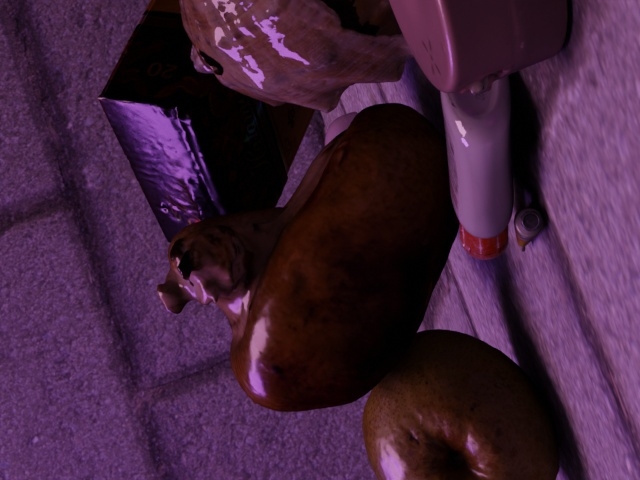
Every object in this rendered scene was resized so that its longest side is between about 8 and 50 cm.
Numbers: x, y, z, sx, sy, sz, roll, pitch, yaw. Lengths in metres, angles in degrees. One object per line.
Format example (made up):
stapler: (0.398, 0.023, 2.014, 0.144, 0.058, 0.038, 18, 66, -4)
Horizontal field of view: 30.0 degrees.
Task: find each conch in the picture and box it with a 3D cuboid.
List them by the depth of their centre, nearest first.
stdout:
conch: (-0.028, -0.202, 1.019, 0.263, 0.324, 0.186, 37, 117, 40)

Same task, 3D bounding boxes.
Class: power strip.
power strip: (0.086, -0.166, 0.717, 0.154, 0.078, 0.154, 158, 90, -86)

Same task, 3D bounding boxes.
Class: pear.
pear: (0.143, 0.204, 1.223, 0.228, 0.188, 0.211, 62, -179, 0)

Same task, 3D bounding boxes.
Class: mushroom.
mushroom: (0.000, 0.000, 1.239, 0.259, 0.345, 0.345, 28, 178, 0)

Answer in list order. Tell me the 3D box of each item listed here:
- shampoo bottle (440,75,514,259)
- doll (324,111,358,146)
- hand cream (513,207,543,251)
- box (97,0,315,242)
shampoo bottle: (0.126, -0.059, 0.942, 0.221, 0.051, 0.108, 74, -170, -56)
doll: (0.079, -0.081, 1.702, 0.365, 0.094, 0.160, -114, 2, -66)
hand cream: (0.165, -0.011, 0.967, 0.102, 0.022, 0.035, 47, -147, -84)
box: (-0.083, -0.218, 1.342, 0.264, 0.116, 0.415, 75, -149, -54)
